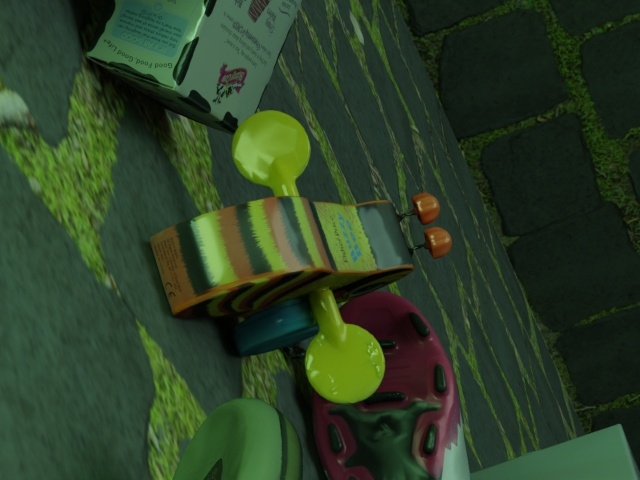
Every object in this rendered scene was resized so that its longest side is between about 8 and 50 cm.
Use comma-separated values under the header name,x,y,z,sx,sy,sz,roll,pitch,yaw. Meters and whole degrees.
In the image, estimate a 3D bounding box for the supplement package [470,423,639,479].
name,x,y,z,sx,sy,sz,roll,pitch,yaw
supplement package,0.249,0.357,1.616,0.263,0.199,0.198,-95,162,-54

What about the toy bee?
name,x,y,z,sx,sy,sz,roll,pitch,yaw
toy bee,0.000,0.000,1.156,0.298,0.162,0.195,-64,131,-75

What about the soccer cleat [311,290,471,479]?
name,x,y,z,sx,sy,sz,roll,pitch,yaw
soccer cleat,0.065,0.207,1.290,0.143,0.116,0.331,84,-7,-66

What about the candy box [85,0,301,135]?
name,x,y,z,sx,sy,sz,roll,pitch,yaw
candy box,-0.058,-0.199,1.126,0.233,0.071,0.159,-68,164,-3

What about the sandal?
name,x,y,z,sx,sy,sz,roll,pitch,yaw
sandal,-0.072,0.158,0.711,0.086,0.120,0.303,37,19,-15
